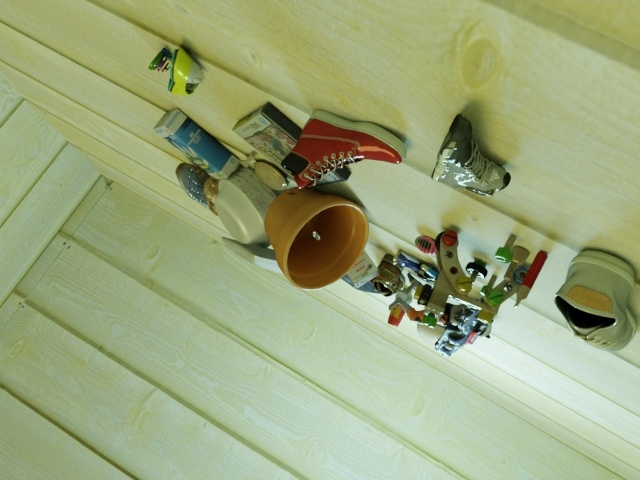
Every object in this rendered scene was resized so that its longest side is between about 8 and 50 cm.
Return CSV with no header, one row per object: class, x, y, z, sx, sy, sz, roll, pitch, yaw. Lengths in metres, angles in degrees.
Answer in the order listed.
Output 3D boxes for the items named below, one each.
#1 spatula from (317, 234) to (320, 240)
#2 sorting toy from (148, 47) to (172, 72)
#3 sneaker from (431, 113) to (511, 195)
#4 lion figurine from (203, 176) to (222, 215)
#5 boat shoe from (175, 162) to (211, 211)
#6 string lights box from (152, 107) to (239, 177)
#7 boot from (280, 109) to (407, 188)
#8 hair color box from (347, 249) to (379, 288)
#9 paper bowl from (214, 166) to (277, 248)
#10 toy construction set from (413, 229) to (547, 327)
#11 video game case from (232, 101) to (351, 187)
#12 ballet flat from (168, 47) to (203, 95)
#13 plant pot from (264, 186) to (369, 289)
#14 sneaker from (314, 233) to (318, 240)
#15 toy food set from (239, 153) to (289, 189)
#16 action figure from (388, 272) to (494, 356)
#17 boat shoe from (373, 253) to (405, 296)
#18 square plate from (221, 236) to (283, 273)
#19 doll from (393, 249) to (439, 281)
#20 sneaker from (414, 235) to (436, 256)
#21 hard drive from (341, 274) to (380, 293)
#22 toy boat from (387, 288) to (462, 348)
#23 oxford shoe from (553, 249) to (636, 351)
spatula,0.000,0.000,1.857,0.168,0.019,0.242,39,151,45
sorting toy,-0.386,-0.434,1.342,0.042,0.061,0.102,36,-171,-20
sneaker,0.271,-0.138,0.943,0.132,0.086,0.228,24,176,10
lion figurine,-0.372,-0.141,2.197,0.240,0.142,0.392,42,169,-10
boat shoe,-0.509,-0.218,2.261,0.116,0.123,0.324,26,164,29
string lights box,-0.403,-0.311,1.779,0.260,0.076,0.133,39,166,-27
boot,0.042,-0.161,1.130,0.244,0.176,0.088,22,162,30
hair color box,0.111,0.064,1.815,0.167,0.093,0.053,57,177,25
paper bowl,-0.252,-0.098,1.875,0.284,0.148,0.284,43,157,23
toy construction set,0.368,0.125,1.299,0.257,0.237,0.309,35,166,-13
video game case,-0.082,-0.236,1.432,0.275,0.035,0.248,37,165,-21
ballet flat,-0.325,-0.403,1.327,0.077,0.077,0.231,13,175,-17
plant pot,-0.031,-0.029,1.610,0.203,0.291,0.291,43,177,42
sneaker,0.084,0.037,1.937,0.221,0.087,0.128,33,168,-11
toy food set,-0.153,-0.206,1.712,0.192,0.038,0.132,41,157,-15
action figure,0.431,0.224,1.817,0.330,0.178,0.341,25,139,-2
boat shoe,0.231,0.144,1.946,0.111,0.104,0.307,27,166,19
square plate,-0.153,0.074,1.971,0.344,0.049,0.347,17,-178,-30
doll,0.318,0.093,1.704,0.189,0.046,0.129,28,167,16
sneaker,0.314,0.026,1.497,0.119,0.047,0.057,27,178,23
hard drive,0.160,0.154,2.248,0.172,0.054,0.255,36,166,-19
toy boat,0.418,0.311,2.109,0.318,0.148,0.267,25,172,-5
oxford shoe,0.596,0.170,1.204,0.169,0.130,0.449,21,164,33
